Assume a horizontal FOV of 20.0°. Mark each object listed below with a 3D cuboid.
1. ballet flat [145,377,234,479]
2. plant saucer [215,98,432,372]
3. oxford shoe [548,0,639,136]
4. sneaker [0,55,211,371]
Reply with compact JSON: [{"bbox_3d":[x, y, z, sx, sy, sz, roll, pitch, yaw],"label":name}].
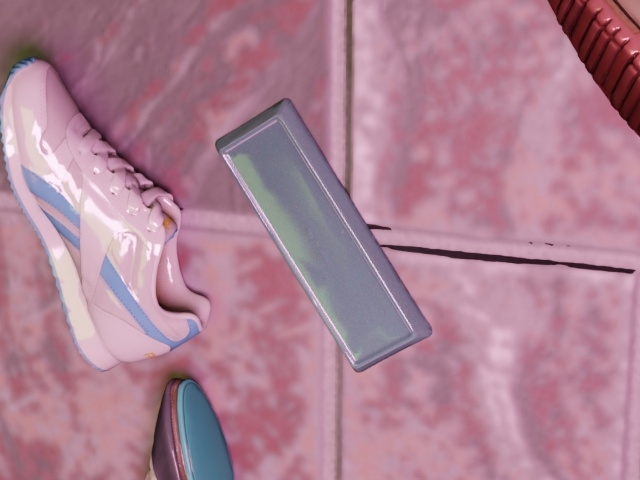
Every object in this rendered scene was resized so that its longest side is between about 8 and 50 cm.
[{"bbox_3d":[-0.088,0.199,1.314,0.074,0.074,0.203,-19,102,22],"label":"ballet flat"},{"bbox_3d":[0.000,0.000,1.250,0.067,0.018,0.192,-30,95,24],"label":"plant saucer"},{"bbox_3d":[0.278,-0.081,1.100,0.348,0.123,0.130,44,88,3],"label":"oxford shoe"},{"bbox_3d":[-0.151,-0.025,1.262,0.092,0.087,0.229,-17,108,15],"label":"sneaker"}]
